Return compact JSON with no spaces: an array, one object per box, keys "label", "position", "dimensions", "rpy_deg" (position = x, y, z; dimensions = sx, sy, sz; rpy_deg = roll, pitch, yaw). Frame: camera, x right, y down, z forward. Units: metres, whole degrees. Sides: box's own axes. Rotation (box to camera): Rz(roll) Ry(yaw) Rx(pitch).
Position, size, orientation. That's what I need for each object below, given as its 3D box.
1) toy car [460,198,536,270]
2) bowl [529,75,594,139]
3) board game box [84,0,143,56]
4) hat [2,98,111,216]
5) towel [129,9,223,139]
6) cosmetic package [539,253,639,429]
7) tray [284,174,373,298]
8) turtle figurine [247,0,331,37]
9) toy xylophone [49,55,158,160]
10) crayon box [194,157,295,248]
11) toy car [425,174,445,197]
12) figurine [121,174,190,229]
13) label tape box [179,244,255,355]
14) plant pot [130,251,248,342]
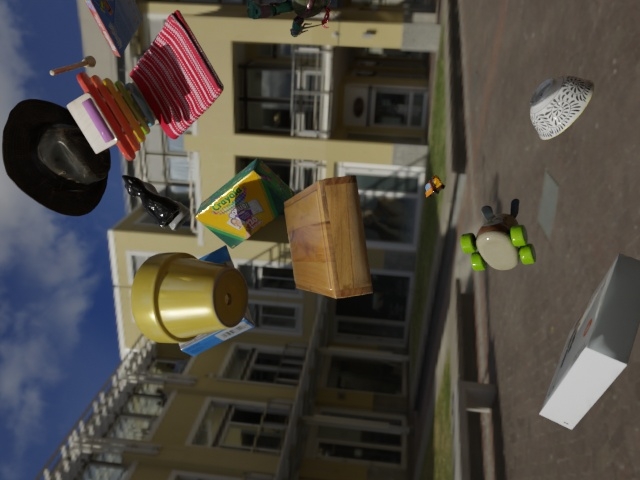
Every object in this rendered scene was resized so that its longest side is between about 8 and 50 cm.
[{"label":"toy car","position":[0.459,-0.033,1.596],"dimensions":[0.149,0.155,0.188],"rpy_deg":[52,-139,-39]},{"label":"bowl","position":[0.548,-0.329,1.465],"dimensions":[0.170,0.080,0.170],"rpy_deg":[-54,12,17]},{"label":"board game box","position":[-0.556,-0.636,1.657],"dimensions":[0.281,0.027,0.145],"rpy_deg":[84,-154,-68]},{"label":"hat","position":[-0.642,-0.224,1.614],"dimensions":[0.331,0.134,0.331],"rpy_deg":[29,-124,-56]},{"label":"towel","position":[-0.330,-0.360,1.400],"dimensions":[0.031,0.275,0.198],"rpy_deg":[-34,-84,-38]},{"label":"cosmetic package","position":[0.662,0.253,1.505],"dimensions":[0.284,0.098,0.377],"rpy_deg":[-57,-20,-32]},{"label":"tray","position":[0.000,0.000,1.240],"dimensions":[0.411,0.076,0.202],"rpy_deg":[170,92,-79]},{"label":"turtle figurine","position":[-0.057,-0.572,1.465],"dimensions":[0.234,0.118,0.175],"rpy_deg":[-13,-69,-41]},{"label":"toy xylophone","position":[-0.478,-0.309,1.407],"dimensions":[0.236,0.081,0.322],"rpy_deg":[60,-166,-23]},{"label":"crayon box","position":[-0.237,-0.112,1.947],"dimensions":[0.165,0.278,0.081],"rpy_deg":[43,-149,-23]},{"label":"toy car","position":[0.310,-0.155,1.652],"dimensions":[0.040,0.060,0.122],"rpy_deg":[58,166,11]},{"label":"figurine","position":[-0.554,-0.137,2.090],"dimensions":[0.092,0.209,0.215],"rpy_deg":[-49,-3,0]},{"label":"label tape box","position":[-0.391,0.184,2.101],"dimensions":[0.333,0.241,0.106],"rpy_deg":[66,-174,27]},{"label":"plant pot","position":[-0.339,0.156,1.694],"dimensions":[0.254,0.239,0.253],"rpy_deg":[7,-98,-62]}]
